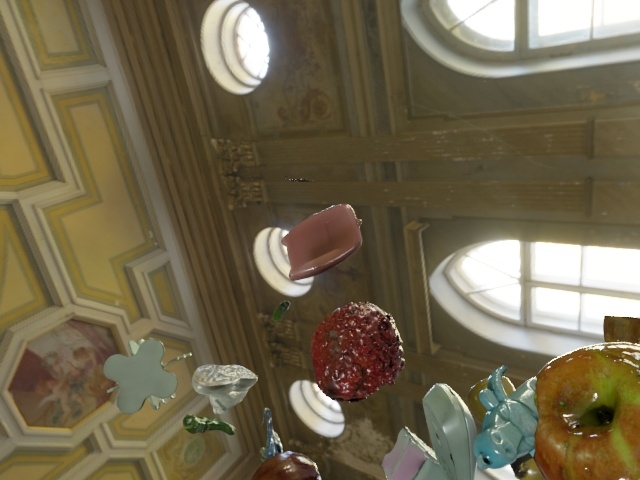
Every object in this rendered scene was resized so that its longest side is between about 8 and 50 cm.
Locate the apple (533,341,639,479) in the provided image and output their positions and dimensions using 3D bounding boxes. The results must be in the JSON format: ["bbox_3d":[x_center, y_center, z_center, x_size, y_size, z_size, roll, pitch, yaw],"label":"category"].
[{"bbox_3d":[0.419,0.271,0.620,0.226,0.246,0.246,40,-120,-19],"label":"apple"}]

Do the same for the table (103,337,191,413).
[{"bbox_3d":[-0.401,0.312,1.105,0.198,0.166,0.167,114,169,-79],"label":"table"}]

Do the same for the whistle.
[{"bbox_3d":[0.390,0.361,0.920,0.273,0.186,0.093,-27,-27,-36],"label":"whistle"}]

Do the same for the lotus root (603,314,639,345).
[{"bbox_3d":[0.980,0.318,1.406,0.188,0.199,0.180,12,-100,-32],"label":"lotus root"}]

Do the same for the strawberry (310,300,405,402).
[{"bbox_3d":[0.091,0.315,1.233,0.220,0.273,0.274,-59,-39,-60],"label":"strawberry"}]

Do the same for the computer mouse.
[{"bbox_3d":[0.329,0.479,1.122,0.096,0.159,0.289,-21,-69,-8],"label":"computer mouse"}]

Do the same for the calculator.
[{"bbox_3d":[0.000,0.000,1.617,0.048,0.329,0.220,29,-141,-53],"label":"calculator"}]

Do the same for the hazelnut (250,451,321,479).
[{"bbox_3d":[-0.088,0.647,1.119,0.217,0.217,0.252,5,-95,-54],"label":"hazelnut"}]

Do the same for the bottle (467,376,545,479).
[{"bbox_3d":[0.647,0.642,1.542,0.351,0.171,0.172,-112,-4,-53],"label":"bottle"}]

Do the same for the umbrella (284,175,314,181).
[{"bbox_3d":[-0.087,-0.244,1.878,0.013,0.122,0.022,123,153,-75],"label":"umbrella"}]

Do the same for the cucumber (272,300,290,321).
[{"bbox_3d":[-0.125,0.223,1.501,0.037,0.155,0.037,11,-123,-18],"label":"cucumber"}]

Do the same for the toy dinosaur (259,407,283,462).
[{"bbox_3d":[-0.163,0.757,1.633,0.076,0.147,0.363,-12,-90,-23],"label":"toy dinosaur"}]

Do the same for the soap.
[{"bbox_3d":[0.364,0.778,1.474,0.156,0.261,0.446,-47,-59,-7],"label":"soap"}]

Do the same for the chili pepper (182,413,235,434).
[{"bbox_3d":[-0.338,0.548,1.367,0.182,0.073,0.050,30,-127,-45],"label":"chili pepper"}]

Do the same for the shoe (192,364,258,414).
[{"bbox_3d":[-0.341,0.516,1.567,0.316,0.124,0.159,21,-86,-61],"label":"shoe"}]
